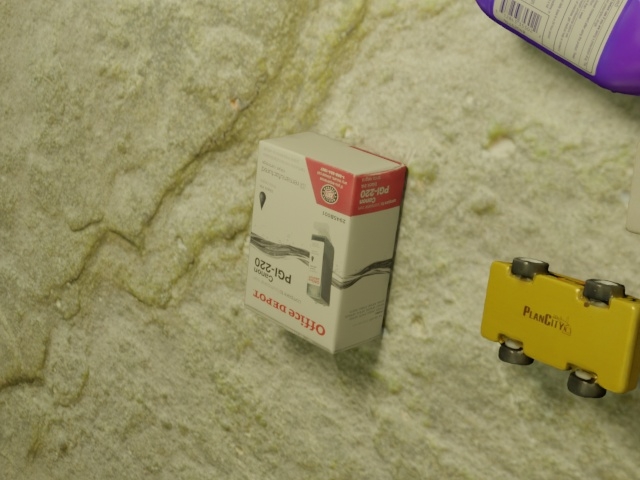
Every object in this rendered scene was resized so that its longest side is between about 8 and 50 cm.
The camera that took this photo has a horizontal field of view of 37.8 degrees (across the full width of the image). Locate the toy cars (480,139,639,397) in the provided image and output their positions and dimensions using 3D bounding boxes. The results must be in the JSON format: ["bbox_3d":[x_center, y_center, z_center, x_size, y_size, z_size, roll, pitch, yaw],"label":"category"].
[{"bbox_3d":[0.288,0.023,0.795,0.394,0.087,0.177,-48,50,47],"label":"toy cars"}]

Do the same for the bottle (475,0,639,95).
[{"bbox_3d":[0.262,-0.186,0.784,0.283,0.092,0.118,40,126,30],"label":"bottle"}]

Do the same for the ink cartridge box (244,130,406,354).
[{"bbox_3d":[0.000,0.000,1.088,0.158,0.092,0.218,24,118,38],"label":"ink cartridge box"}]
